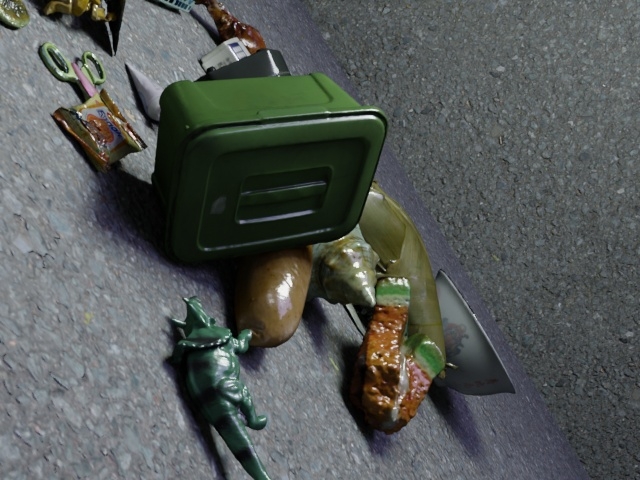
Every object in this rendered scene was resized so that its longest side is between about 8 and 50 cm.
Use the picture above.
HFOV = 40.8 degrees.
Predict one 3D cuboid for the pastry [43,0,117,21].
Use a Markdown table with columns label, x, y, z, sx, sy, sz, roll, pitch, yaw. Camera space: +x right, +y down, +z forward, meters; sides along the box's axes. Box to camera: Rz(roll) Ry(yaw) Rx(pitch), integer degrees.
| label | x | y | z | sx | sy | sz | roll | pitch | yaw |
| --- | --- | --- | --- | --- | --- | --- | --- | --- | --- |
| pastry | -0.390 | -0.443 | 1.379 | 0.154 | 0.103 | 0.249 | 92 | -11 | -56 |

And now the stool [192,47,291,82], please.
| label | x | y | z | sx | sy | sz | roll | pitch | yaw |
| --- | --- | --- | --- | --- | --- | --- | --- | --- | --- |
| stool | -0.147 | -0.246 | 1.541 | 0.141 | 0.232 | 0.232 | 65 | 15 | -8 |

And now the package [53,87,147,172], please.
| label | x | y | z | sx | sy | sz | roll | pitch | yaw |
| --- | --- | --- | --- | --- | --- | --- | --- | --- | --- |
| package | -0.309 | -0.156 | 1.219 | 0.108 | 0.031 | 0.120 | 55 | 29 | -9 |

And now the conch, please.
| label | x | y | z | sx | sy | sz | roll | pitch | yaw |
| --- | --- | --- | --- | --- | --- | --- | --- | --- | --- |
| conch | -0.008 | 0.001 | 1.626 | 0.170 | 0.203 | 0.386 | -3 | 38 | -49 |

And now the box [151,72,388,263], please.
| label | x | y | z | sx | sy | sz | roll | pitch | yaw |
| --- | --- | --- | --- | --- | --- | --- | --- | --- | --- |
| box | -0.091 | -0.121 | 1.281 | 0.329 | 0.252 | 0.177 | -10 | 47 | -30 |

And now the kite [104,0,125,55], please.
| label | x | y | z | sx | sy | sz | roll | pitch | yaw |
| --- | --- | --- | --- | --- | --- | --- | --- | --- | --- |
| kite | -0.365 | -0.450 | 1.499 | 0.015 | 0.152 | 0.285 | 4 | 39 | -23 |

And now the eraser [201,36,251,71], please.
| label | x | y | z | sx | sy | sz | roll | pitch | yaw |
| --- | --- | --- | --- | --- | --- | --- | --- | --- | --- |
| eraser | -0.147 | -0.312 | 1.913 | 0.279 | 0.081 | 0.124 | 55 | 17 | -10 |

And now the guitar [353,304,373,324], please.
| label | x | y | z | sx | sy | sz | roll | pitch | yaw |
| --- | --- | --- | --- | --- | --- | --- | --- | --- | --- |
| guitar | 0.162 | 0.231 | 1.920 | 0.271 | 0.038 | 0.084 | 51 | 15 | -24 |

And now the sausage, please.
| label | x | y | z | sx | sy | sz | roll | pitch | yaw |
| --- | --- | --- | --- | --- | --- | --- | --- | --- | --- |
| sausage | -0.083 | -0.006 | 1.454 | 0.500 | 0.136 | 0.123 | -100 | -170 | -50 |

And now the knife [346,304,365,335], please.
| label | x | y | z | sx | sy | sz | roll | pitch | yaw |
| --- | --- | --- | --- | --- | --- | --- | --- | --- | --- |
| knife | 0.029 | 0.081 | 1.838 | 0.297 | 0.017 | 0.047 | 59 | 10 | 4 |

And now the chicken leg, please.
| label | x | y | z | sx | sy | sz | roll | pitch | yaw |
| --- | --- | --- | --- | --- | --- | --- | --- | --- | --- |
| chicken leg | -0.230 | -0.519 | 2.015 | 0.304 | 0.093 | 0.113 | 44 | 9 | -46 |

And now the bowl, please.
| label | x | y | z | sx | sy | sz | roll | pitch | yaw |
| --- | --- | --- | --- | --- | --- | --- | --- | --- | --- |
| bowl | 0.312 | 0.253 | 2.058 | 0.345 | 0.157 | 0.345 | 58 | 2 | -3 |

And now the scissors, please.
| label | x | y | z | sx | sy | sz | roll | pitch | yaw |
| --- | --- | --- | --- | --- | --- | --- | --- | --- | --- |
| scissors | -0.338 | -0.210 | 1.278 | 0.187 | 0.020 | 0.133 | 61 | 23 | 7 |

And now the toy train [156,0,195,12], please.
| label | x | y | z | sx | sy | sz | roll | pitch | yaw |
| --- | --- | --- | --- | --- | --- | --- | --- | --- | --- |
| toy train | -0.329 | -0.523 | 1.815 | 0.043 | 0.047 | 0.207 | 38 | 12 | 10 |

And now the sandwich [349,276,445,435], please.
| label | x | y | z | sx | sy | sz | roll | pitch | yaw |
| --- | --- | --- | --- | --- | --- | --- | --- | --- | --- |
| sandwich | 0.152 | 0.229 | 1.612 | 0.301 | 0.162 | 0.250 | -74 | 166 | -44 |

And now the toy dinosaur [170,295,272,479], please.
| label | x | y | z | sx | sy | sz | roll | pitch | yaw |
| --- | --- | --- | --- | --- | --- | --- | --- | --- | --- |
| toy dinosaur | -0.115 | 0.199 | 1.106 | 0.292 | 0.079 | 0.120 | 60 | 22 | 15 |

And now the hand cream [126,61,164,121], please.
| label | x | y | z | sx | sy | sz | roll | pitch | yaw |
| --- | --- | --- | --- | --- | --- | --- | --- | --- | --- |
| hand cream | -0.286 | -0.247 | 1.471 | 0.084 | 0.053 | 0.142 | 41 | 9 | -48 |

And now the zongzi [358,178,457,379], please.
| label | x | y | z | sx | sy | sz | roll | pitch | yaw |
| --- | --- | --- | --- | --- | --- | --- | --- | --- | --- |
| zongzi | 0.130 | 0.045 | 1.807 | 0.447 | 0.181 | 0.418 | 49 | 16 | -51 |

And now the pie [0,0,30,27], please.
| label | x | y | z | sx | sy | sz | roll | pitch | yaw |
| --- | --- | --- | --- | --- | --- | --- | --- | --- | --- |
| pie | -0.438 | -0.330 | 1.198 | 0.084 | 0.021 | 0.084 | 50 | 18 | -24 |
